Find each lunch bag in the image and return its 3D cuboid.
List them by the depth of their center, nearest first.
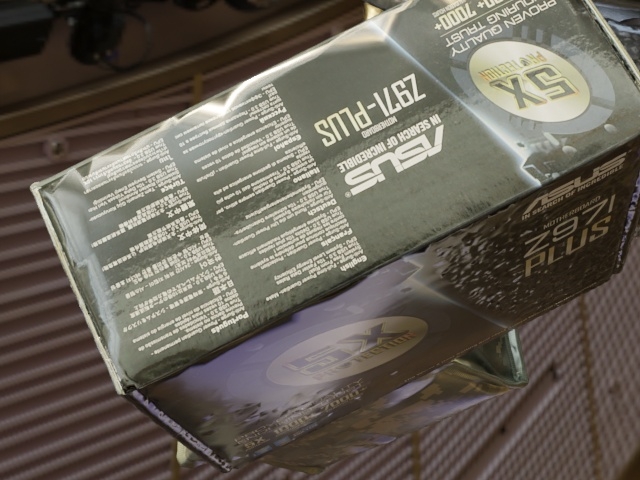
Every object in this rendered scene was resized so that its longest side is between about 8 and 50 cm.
[{"bbox_3d":[0.000,0.000,0.921,0.169,0.235,0.287,13,-120,-37],"label":"lunch bag"}]

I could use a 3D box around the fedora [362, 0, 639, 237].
[{"bbox_3d":[0.145,-0.096,0.746,0.334,0.334,0.152,-22,-46,-46],"label":"fedora"}]

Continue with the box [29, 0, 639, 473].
[{"bbox_3d":[0.016,-0.002,0.441,0.180,0.077,0.147,-26,-21,-2],"label":"box"}]
